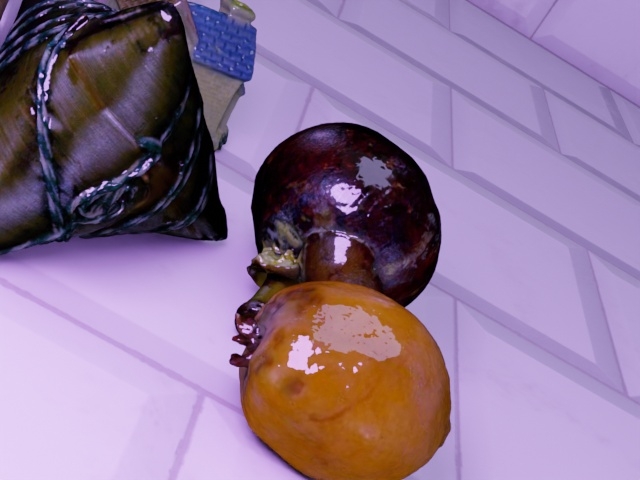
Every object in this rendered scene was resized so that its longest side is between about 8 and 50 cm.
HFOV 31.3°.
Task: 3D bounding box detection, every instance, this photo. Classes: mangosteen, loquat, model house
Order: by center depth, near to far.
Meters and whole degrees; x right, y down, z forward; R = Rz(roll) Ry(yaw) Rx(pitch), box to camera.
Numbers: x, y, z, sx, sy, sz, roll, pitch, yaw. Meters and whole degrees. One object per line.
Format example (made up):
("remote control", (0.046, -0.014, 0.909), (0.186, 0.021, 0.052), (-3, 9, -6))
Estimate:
("loquat", (0.020, 0.129, 1.060), (0.234, 0.176, 0.187), (32, 7, -11))
("mangosteen", (0.000, 0.000, 1.254), (0.231, 0.231, 0.289), (42, 53, 20))
("model house", (-0.190, -0.253, 1.501), (0.214, 0.189, 0.195), (17, 31, -31))

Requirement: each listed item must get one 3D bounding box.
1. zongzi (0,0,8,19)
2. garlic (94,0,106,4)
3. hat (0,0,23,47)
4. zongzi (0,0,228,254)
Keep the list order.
("zongzi", (-0.473, -0.305, 1.171), (0.318, 0.154, 0.289), (19, 63, -11))
("garlic", (-0.315, -0.447, 1.649), (0.322, 0.241, 0.322), (21, 40, -19))
("hat", (-0.361, -0.322, 1.346), (0.258, 0.301, 0.168), (18, 5, -30))
("zongzi", (-0.251, -0.160, 1.157), (0.362, 0.319, 0.383), (54, 10, 11))
